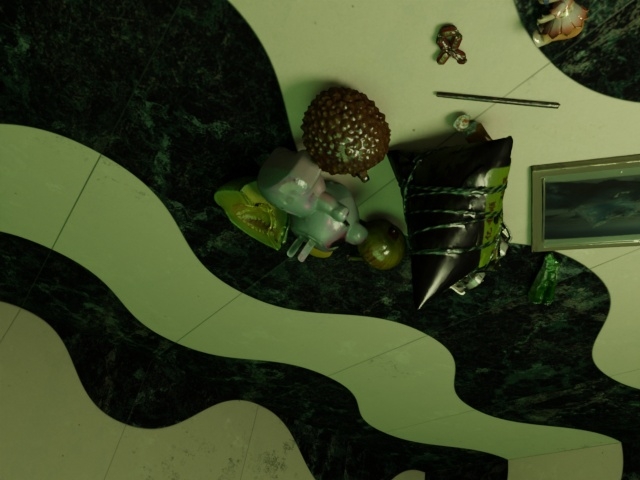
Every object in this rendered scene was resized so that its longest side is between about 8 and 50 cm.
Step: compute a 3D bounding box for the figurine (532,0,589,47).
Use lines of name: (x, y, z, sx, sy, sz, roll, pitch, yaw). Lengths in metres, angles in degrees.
figurine: (0.417, -0.447, 0.890, 0.102, 0.111, 0.195, 3, 148, 39)

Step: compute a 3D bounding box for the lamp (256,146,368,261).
lamp: (-0.033, -0.079, 1.340, 0.247, 0.247, 0.301, 14, 157, 49)

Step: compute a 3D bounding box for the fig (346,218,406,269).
fig: (0.152, 0.042, 1.531, 0.151, 0.151, 0.259, 23, 145, -14)

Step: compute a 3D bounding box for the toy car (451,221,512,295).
toy car: (0.399, 0.015, 1.409, 0.172, 0.158, 0.235, 43, 95, -5)

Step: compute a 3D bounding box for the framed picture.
framed picture: (0.775, -0.091, 1.291, 0.446, 0.028, 0.326, -5, 139, 20)

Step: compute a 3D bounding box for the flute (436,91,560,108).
flute: (0.393, -0.311, 1.124, 0.269, 0.014, 0.014, 7, 142, 5)

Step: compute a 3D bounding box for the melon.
melon: (-0.193, -0.110, 1.456, 0.169, 0.129, 0.265, 15, 152, 33)

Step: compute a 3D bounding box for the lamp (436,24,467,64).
lamp: (0.267, -0.399, 1.034, 0.063, 0.031, 0.083, -2, 136, 16)

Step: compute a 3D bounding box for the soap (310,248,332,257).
soap: (0.000, 0.000, 1.601, 0.089, 0.033, 0.168, 8, 141, 0)

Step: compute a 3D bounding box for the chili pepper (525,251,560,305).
chili pepper: (0.684, 0.111, 1.547, 0.088, 0.059, 0.227, 4, 140, 17)

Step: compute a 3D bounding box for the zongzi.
zongzi: (0.283, -0.026, 1.168, 0.319, 0.362, 0.383, -4, 111, 44)

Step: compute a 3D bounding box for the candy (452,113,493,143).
candy: (0.379, -0.235, 1.199, 0.053, 0.046, 0.182, -36, 119, 25)

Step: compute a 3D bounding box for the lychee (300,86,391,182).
lychee: (0.061, -0.235, 1.166, 0.200, 0.200, 0.238, -11, 118, 26)
